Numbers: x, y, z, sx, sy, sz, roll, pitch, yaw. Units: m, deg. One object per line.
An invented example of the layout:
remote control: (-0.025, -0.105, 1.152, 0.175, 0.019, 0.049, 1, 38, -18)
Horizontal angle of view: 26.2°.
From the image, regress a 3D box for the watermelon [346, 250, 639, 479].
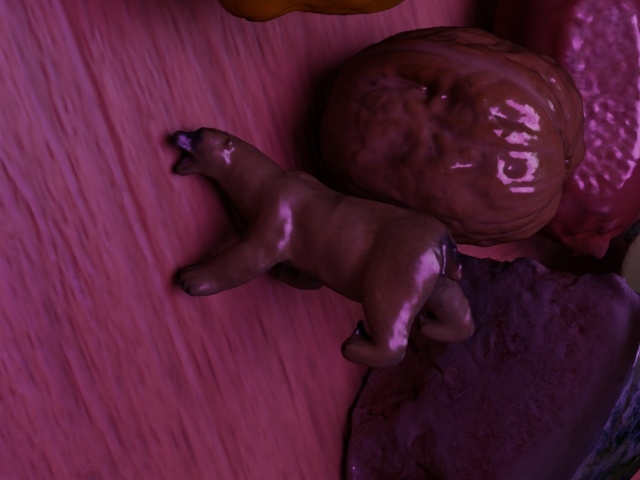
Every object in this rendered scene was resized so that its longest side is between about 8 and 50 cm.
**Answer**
watermelon: (0.143, 0.111, 0.991, 0.231, 0.310, 0.193, 11, 84, -2)

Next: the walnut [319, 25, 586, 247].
walnut: (0.086, -0.075, 0.942, 0.155, 0.184, 0.155, 13, 90, -71)

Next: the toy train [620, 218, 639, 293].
toy train: (0.303, 0.044, 1.110, 0.253, 0.105, 0.157, 8, 120, -54)

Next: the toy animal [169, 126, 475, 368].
toy animal: (0.000, 0.000, 0.897, 0.103, 0.218, 0.101, -39, 147, -61)

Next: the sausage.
sausage: (0.195, -0.114, 1.047, 0.148, 0.148, 0.254, -6, 98, -39)

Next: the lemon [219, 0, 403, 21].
lemon: (0.004, -0.272, 0.810, 0.260, 0.260, 0.284, 44, 65, -33)
